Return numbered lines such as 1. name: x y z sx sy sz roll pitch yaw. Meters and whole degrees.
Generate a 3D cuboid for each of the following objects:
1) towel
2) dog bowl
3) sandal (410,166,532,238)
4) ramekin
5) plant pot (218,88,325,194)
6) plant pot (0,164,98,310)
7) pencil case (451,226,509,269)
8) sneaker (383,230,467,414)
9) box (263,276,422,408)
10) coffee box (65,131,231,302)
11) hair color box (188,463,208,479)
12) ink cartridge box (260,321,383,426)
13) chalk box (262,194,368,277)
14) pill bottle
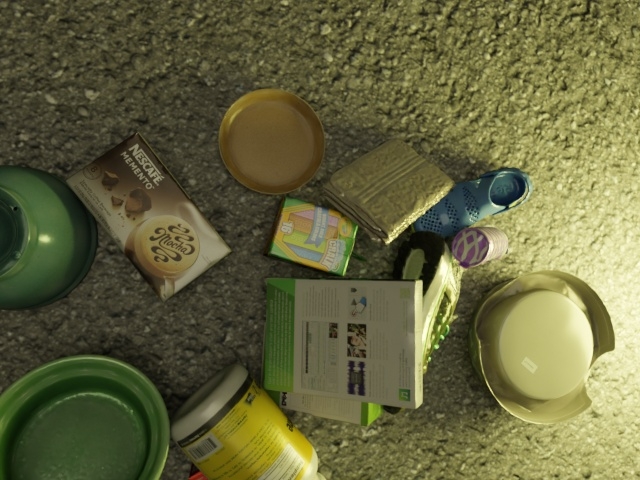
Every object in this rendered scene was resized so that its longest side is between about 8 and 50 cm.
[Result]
1. towel: 0.149 -0.113 1.025 0.187 0.049 0.282 43 53 17
2. dog bowl: 0.508 0.242 1.127 0.348 0.102 0.349 1 87 -10
3. sandal: 0.352 -0.093 1.098 0.317 0.138 0.126 -26 94 -9
4. ramekin: -0.435 0.376 0.864 0.303 0.148 0.303 10 57 -16
5. plant pot: -0.107 -0.218 1.068 0.236 0.032 0.236 1 86 -11
6. plant pot: -0.591 -0.008 0.881 0.293 0.196 0.293 0 88 -11
7. pencil case: 0.358 0.012 1.070 0.086 0.206 0.088 33 107 29
8. sneaker: 0.240 0.194 1.065 0.182 0.158 0.410 16 93 -32
9. box: 0.038 0.189 0.943 0.322 0.058 0.232 -1 86 24
10. coffee box: -0.336 -0.044 0.970 0.168 0.119 0.297 -37 94 -9
11. hair color box: -0.219 0.527 0.988 0.043 0.072 0.141 -28 92 -10
12. ink cartridge box: 0.003 0.273 1.036 0.255 0.097 0.189 2 87 26
13. chalk box: 0.000 0.000 1.027 0.213 0.132 0.132 17 84 -11
14. pill bottle: -0.128 0.427 0.952 0.188 0.188 0.334 -40 95 -10
